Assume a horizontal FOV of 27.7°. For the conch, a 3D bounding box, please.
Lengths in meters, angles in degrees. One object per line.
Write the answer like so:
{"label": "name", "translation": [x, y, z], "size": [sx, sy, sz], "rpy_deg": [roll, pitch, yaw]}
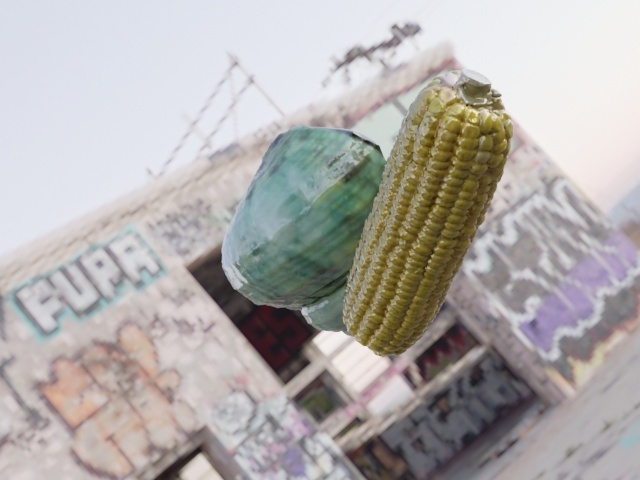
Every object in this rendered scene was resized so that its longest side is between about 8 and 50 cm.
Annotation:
{"label": "conch", "translation": [-0.001, 0.001, 1.090], "size": [0.175, 0.122, 0.188], "rpy_deg": [-19, -34, 16]}

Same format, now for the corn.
{"label": "corn", "translation": [0.073, -0.016, 0.906], "size": [0.080, 0.080, 0.238], "rpy_deg": [-30, -32, -45]}
